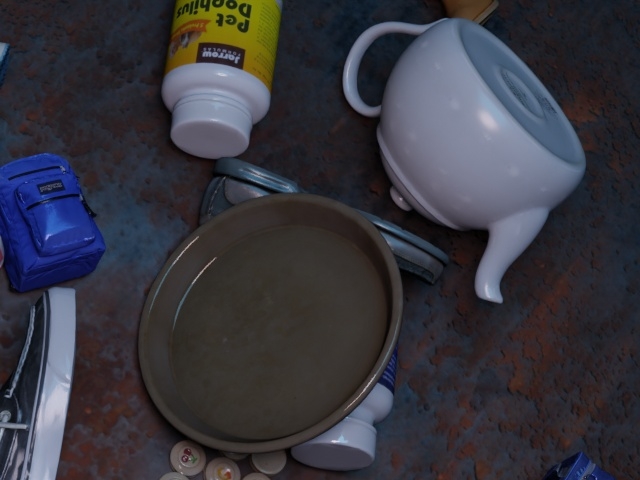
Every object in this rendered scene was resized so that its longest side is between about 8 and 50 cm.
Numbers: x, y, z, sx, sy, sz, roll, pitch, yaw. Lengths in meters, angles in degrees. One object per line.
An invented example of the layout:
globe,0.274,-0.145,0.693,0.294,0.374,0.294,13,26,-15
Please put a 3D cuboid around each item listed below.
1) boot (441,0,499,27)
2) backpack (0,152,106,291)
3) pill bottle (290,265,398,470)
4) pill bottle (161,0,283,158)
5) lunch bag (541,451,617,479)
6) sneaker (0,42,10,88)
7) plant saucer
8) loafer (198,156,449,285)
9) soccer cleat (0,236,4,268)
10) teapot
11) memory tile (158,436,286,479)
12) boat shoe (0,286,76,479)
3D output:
boot,0.139,-0.311,1.896,0.152,0.073,0.197,34,47,-4
backpack,-0.271,-0.027,1.596,0.098,0.101,0.120,-13,68,-32
pill bottle,0.021,0.130,1.622,0.112,0.112,0.187,13,62,-14
pill bottle,-0.106,-0.199,1.724,0.117,0.117,0.215,13,63,-14
lunch bag,0.258,0.260,1.657,0.065,0.098,0.067,37,65,2
sneaker,-0.396,-0.122,1.609,0.092,0.087,0.229,23,53,-1
plant saucer,-0.047,0.082,1.584,0.277,0.041,0.278,-9,61,17
loafer,0.000,0.000,1.700,0.267,0.096,0.084,23,80,-1
soccer cleat,-0.423,0.013,1.523,0.248,0.095,0.083,0,66,-20
teapot,0.146,-0.105,1.742,0.252,0.187,0.256,41,25,-21
memory tile,-0.104,0.245,1.581,0.113,0.012,0.148,27,60,-7
boat shoe,-0.291,0.186,1.485,0.104,0.113,0.306,11,79,-9
